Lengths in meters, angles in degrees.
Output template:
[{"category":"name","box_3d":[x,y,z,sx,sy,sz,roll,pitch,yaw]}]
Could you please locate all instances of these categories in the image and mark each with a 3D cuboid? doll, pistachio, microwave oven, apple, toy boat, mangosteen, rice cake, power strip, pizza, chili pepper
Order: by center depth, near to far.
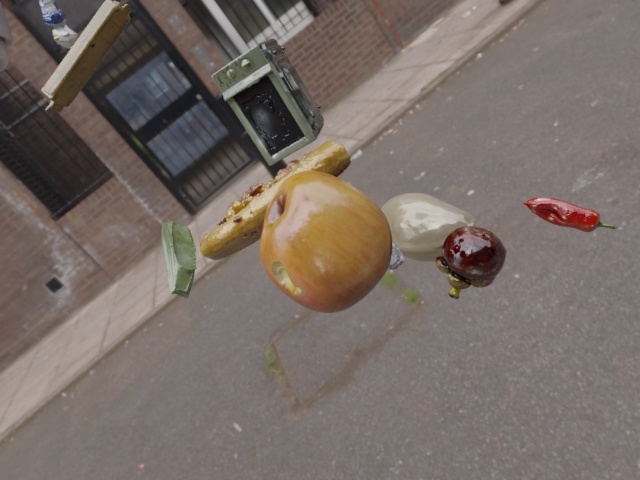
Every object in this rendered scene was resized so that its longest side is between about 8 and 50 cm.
[{"category":"apple","box_3d":[0.000,0.000,0.969,0.242,0.241,0.242,-35,34,28]},{"category":"chili pepper","box_3d":[0.520,-0.053,1.103,0.191,0.059,0.050,18,58,20]},{"category":"pizza","box_3d":[-0.102,-0.086,1.189,0.409,0.114,0.278,-32,4,21]},{"category":"power strip","box_3d":[-0.536,-0.419,1.199,0.305,0.044,0.064,-54,-14,2]},{"category":"mangosteen","box_3d":[0.371,0.052,1.290,0.145,0.181,0.156,-19,35,-20]},{"category":"doll","box_3d":[-0.685,-0.583,1.335,0.057,0.227,0.114,-32,10,-16]},{"category":"rice cake","box_3d":[0.134,-0.028,1.385,0.055,0.049,0.270,-51,56,22]},{"category":"toy boat","box_3d":[-0.369,0.034,1.389,0.055,0.093,0.293,-52,35,21]},{"category":"pistachio","box_3d":[0.311,-0.038,1.560,0.226,0.208,0.332,-31,24,-30]},{"category":"microwave oven","box_3d":[-0.158,-0.488,1.817,0.218,0.355,0.286,-27,19,20]}]

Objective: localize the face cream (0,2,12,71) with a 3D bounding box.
[{"category":"face cream","box_3d":[-0.427,-0.250,0.612,0.117,0.104,0.117,-4,9,1]}]
